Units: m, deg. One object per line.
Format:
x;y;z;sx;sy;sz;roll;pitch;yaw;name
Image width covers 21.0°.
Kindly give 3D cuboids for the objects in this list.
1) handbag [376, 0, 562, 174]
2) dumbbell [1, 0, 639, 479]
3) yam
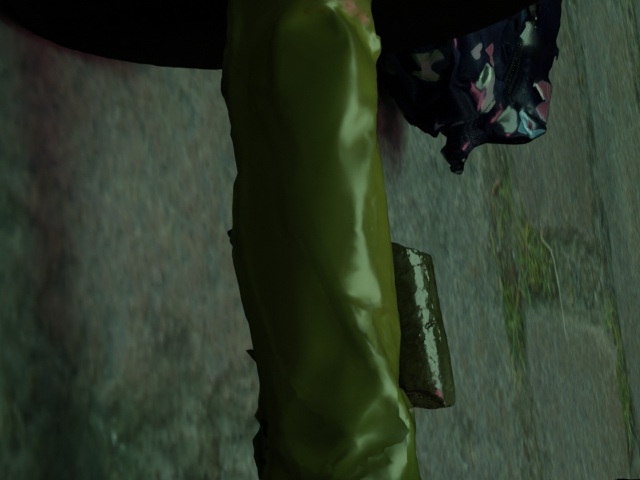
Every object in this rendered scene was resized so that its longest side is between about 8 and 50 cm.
0.081;-0.169;1.004;0.162;0.113;0.260;54;33;-40;handbag
0.000;0.000;0.557;0.204;0.204;0.322;23;60;-68;dumbbell
0.045;0.043;0.904;0.043;0.043;0.094;-15;96;-71;yam
